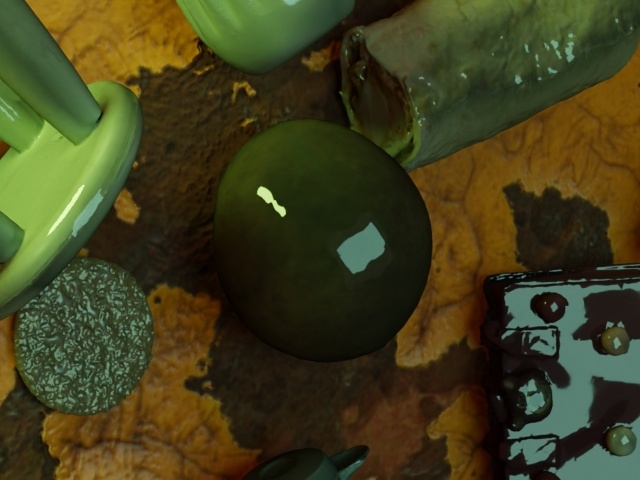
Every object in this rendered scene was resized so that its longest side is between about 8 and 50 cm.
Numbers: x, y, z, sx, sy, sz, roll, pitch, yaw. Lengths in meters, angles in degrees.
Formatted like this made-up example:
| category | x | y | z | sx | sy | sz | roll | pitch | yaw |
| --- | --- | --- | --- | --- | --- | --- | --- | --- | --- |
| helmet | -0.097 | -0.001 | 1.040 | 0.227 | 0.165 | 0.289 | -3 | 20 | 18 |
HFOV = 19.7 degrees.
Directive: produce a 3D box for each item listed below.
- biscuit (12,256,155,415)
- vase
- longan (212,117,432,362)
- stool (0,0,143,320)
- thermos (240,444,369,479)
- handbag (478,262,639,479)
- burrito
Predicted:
| category | x | y | z | sx | sy | sz | roll | pitch | yaw |
| --- | --- | --- | --- | --- | --- | --- | --- | --- | --- |
| biscuit | -0.174 | 0.071 | 1.362 | 0.120 | 0.015 | 0.120 | -2 | 93 | -35 |
| vase | -0.080 | -0.247 | 1.356 | 0.128 | 0.128 | 0.248 | -41 | 103 | -27 |
| longan | 0.000 | 0.000 | 1.399 | 0.167 | 0.167 | 0.187 | -26 | 84 | -31 |
| stool | -0.245 | -0.074 | 1.201 | 0.198 | 0.195 | 0.195 | 41 | 70 | -27 |
| thermos | 0.009 | 0.305 | 1.424 | 0.182 | 0.145 | 0.287 | -30 | 106 | -16 |
| handbag | 0.240 | 0.125 | 1.582 | 0.216 | 0.074 | 0.203 | -3 | 95 | -16 |
| burrito | 0.151 | -0.163 | 1.526 | 0.299 | 0.105 | 0.143 | -30 | 104 | -28 |
